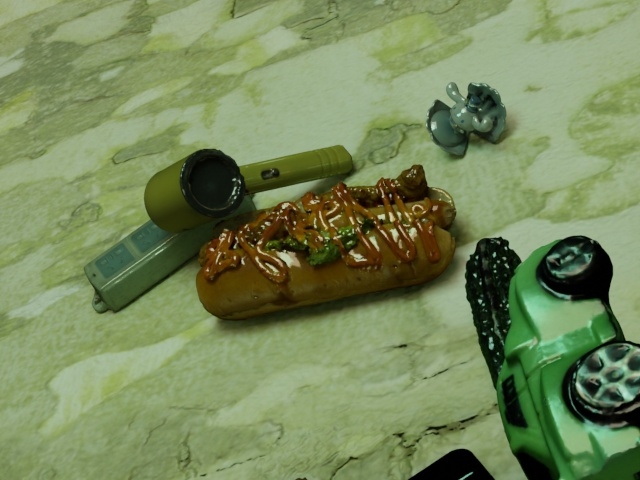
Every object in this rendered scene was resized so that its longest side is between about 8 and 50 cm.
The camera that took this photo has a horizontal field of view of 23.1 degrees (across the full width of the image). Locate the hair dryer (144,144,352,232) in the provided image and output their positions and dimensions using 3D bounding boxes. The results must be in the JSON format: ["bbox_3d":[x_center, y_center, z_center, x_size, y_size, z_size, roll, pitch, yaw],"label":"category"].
[{"bbox_3d":[-0.087,-0.079,2.057,0.279,0.090,0.135,-14,-4,-31],"label":"hair dryer"}]

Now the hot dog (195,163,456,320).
[{"bbox_3d":[0.000,0.000,1.944,0.349,0.117,0.158,-11,41,22],"label":"hot dog"}]

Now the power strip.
[{"bbox_3d":[-0.206,-0.001,2.127,0.272,0.052,0.078,-35,39,-7],"label":"power strip"}]

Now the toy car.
[{"bbox_3d":[0.257,0.170,1.508,0.176,0.213,0.358,-24,42,8],"label":"toy car"}]

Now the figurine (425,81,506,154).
[{"bbox_3d":[0.191,-0.164,2.035,0.082,0.094,0.086,-14,-13,-43],"label":"figurine"}]

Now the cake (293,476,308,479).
[{"bbox_3d":[-0.038,0.337,1.569,0.135,0.147,0.135,-13,41,18],"label":"cake"}]

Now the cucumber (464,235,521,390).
[{"bbox_3d":[0.209,0.106,1.728,0.077,0.077,0.265,-21,38,11],"label":"cucumber"}]

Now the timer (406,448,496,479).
[{"bbox_3d":[0.133,0.304,1.578,0.144,0.055,0.187,-32,34,-6],"label":"timer"}]
